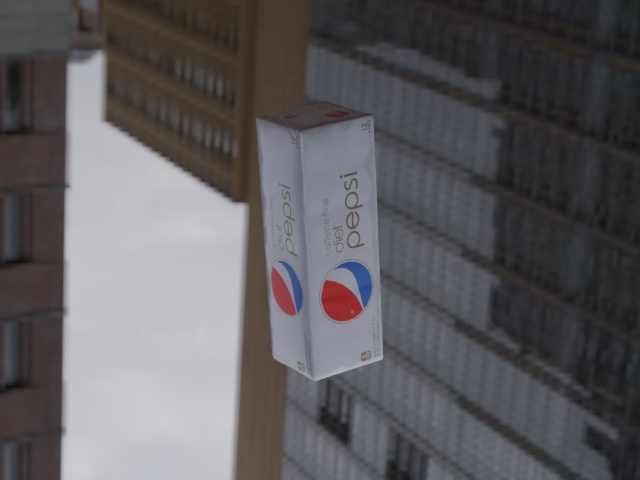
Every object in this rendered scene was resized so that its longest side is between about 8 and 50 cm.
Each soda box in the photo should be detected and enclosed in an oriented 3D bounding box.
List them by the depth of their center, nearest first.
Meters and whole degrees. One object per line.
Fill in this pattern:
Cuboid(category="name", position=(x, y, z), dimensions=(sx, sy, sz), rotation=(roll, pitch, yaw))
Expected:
Cuboid(category="soda box", position=(0.000, 0.000, 1.254), dimensions=(0.073, 0.216, 0.069), rotation=(-15, -158, -31))
